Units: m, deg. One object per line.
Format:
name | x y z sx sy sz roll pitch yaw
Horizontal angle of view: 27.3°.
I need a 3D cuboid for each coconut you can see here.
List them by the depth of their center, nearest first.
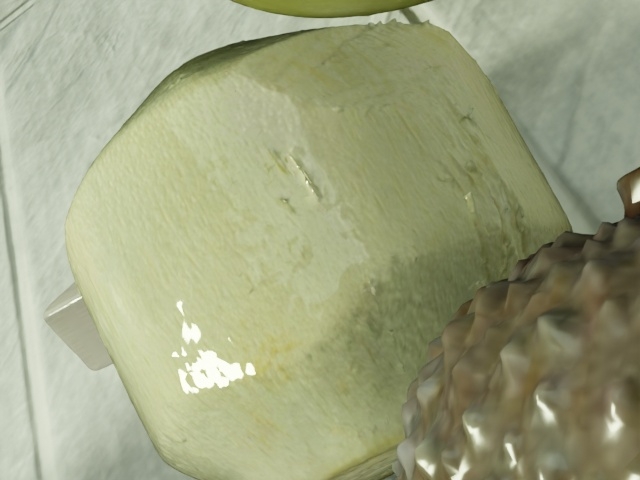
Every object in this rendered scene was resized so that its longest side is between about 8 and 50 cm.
coconut | 0.000 0.000 0.694 0.245 0.245 0.247 -31 73 15

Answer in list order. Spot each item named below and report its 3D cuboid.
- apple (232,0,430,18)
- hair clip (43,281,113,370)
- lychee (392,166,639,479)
apple | 0.038 -0.386 0.923 0.474 0.473 0.473 -24 40 22
hair clip | -0.042 -0.011 0.899 0.331 0.085 0.101 -28 27 25
lychee | 0.172 0.098 0.448 0.300 0.300 0.300 -24 40 22
